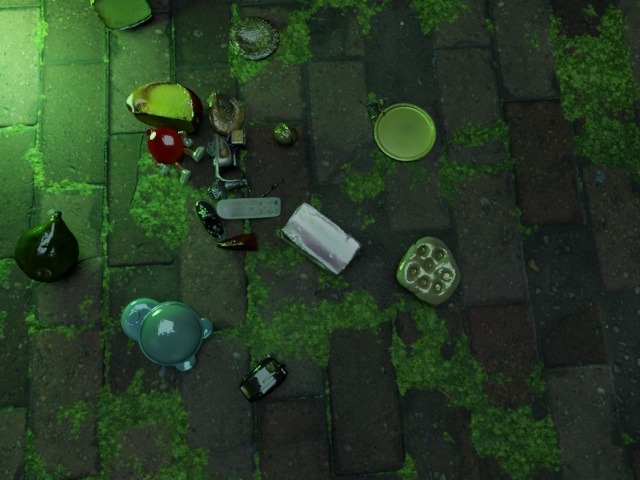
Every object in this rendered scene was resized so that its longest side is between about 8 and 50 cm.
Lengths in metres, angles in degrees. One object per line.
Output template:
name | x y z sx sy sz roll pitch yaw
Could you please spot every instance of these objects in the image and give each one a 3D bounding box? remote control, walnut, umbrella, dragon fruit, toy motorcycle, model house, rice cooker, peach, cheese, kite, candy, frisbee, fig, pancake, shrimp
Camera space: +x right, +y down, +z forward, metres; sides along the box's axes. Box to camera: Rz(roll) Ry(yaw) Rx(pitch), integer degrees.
remote control | -0.256 -0.118 1.862 0.229 0.044 0.073 -4 108 -14
walnut | -0.127 -0.389 1.913 0.092 0.092 0.092 0 79 -1
umbrella | -0.194 -0.179 1.900 0.148 0.022 0.022 -36 45 -7
dragon fruit | -0.295 0.001 1.842 0.131 0.097 0.063 -4 75 18
toy motorcycle | -0.332 -0.264 1.878 0.157 0.091 0.263 -4 80 -6
model house | -0.771 -0.933 1.993 0.193 0.170 0.211 -28 53 0
rice cooker | -0.188 0.460 1.729 0.106 0.112 0.165 41 80 12
peach | -0.553 -0.479 1.882 0.267 0.154 0.159 7 73 7
cheese | 0.369 0.107 1.810 0.217 0.117 0.235 -1 80 0
kite | 0.210 -0.498 1.971 0.090 0.004 0.122 28 75 18
candy | 0.000 0.000 1.821 0.265 0.116 0.156 36 79 6
frisbee | 0.318 -0.405 1.959 0.235 0.017 0.236 0 79 -1
fig | -0.907 0.015 1.738 0.195 0.195 0.245 28 122 4
pancake | -0.257 -0.782 2.015 0.199 0.021 0.199 0 79 -2
shrimp | -0.356 -0.480 1.947 0.132 0.051 0.188 -13 85 -23

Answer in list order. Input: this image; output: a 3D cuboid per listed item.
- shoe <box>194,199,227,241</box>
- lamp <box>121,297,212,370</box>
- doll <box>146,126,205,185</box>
shoe | -0.391 -0.076 1.834 0.071 0.099 0.169 -32 81 -5
lamp | -0.520 0.296 1.733 0.283 0.147 0.209 28 81 4
doll | -0.540 -0.322 1.883 0.217 0.085 0.183 33 102 0
